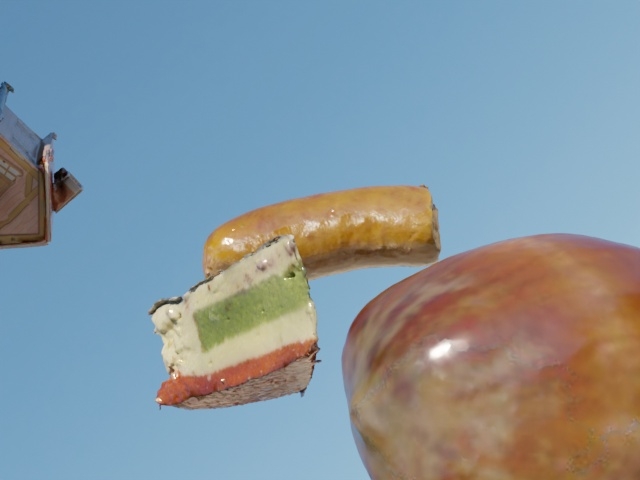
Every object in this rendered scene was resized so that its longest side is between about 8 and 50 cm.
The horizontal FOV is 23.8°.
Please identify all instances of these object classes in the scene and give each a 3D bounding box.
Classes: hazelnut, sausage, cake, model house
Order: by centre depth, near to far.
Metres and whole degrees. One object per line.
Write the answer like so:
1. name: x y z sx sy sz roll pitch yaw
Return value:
1. cake: -0.066 0.066 1.044 0.117 0.086 0.220 -12 -12 -5
2. hazelnut: 0.202 0.153 1.413 0.366 0.366 0.366 -40 -18 -16
3. sausage: -0.001 -0.002 1.697 0.270 0.109 0.109 -12 -22 -3
4. model house: -0.381 -0.047 1.719 0.207 0.154 0.294 -45 15 4
